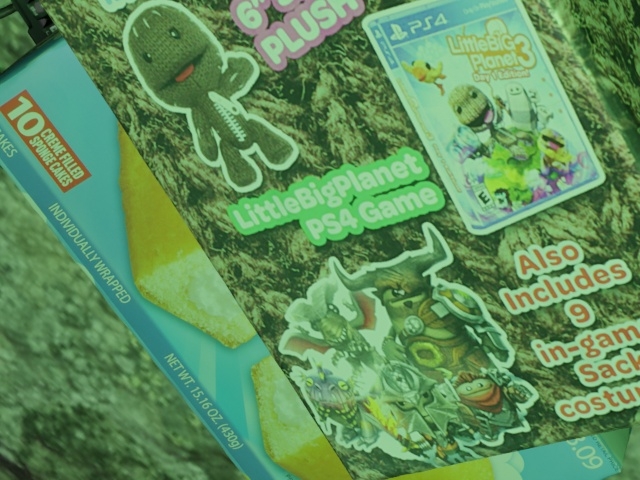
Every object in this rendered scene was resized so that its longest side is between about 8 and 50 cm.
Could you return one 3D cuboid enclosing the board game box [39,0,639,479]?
[{"bbox_3d":[0.038,-0.119,0.476,0.141,0.232,0.291,-20,110,39],"label":"board game box"}]

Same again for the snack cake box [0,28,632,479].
[{"bbox_3d":[0.000,0.000,0.665,0.152,0.089,0.264,-29,105,30],"label":"snack cake box"}]

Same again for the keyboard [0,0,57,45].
[{"bbox_3d":[-0.126,-0.112,0.727,0.201,0.033,0.317,-18,110,40],"label":"keyboard"}]
